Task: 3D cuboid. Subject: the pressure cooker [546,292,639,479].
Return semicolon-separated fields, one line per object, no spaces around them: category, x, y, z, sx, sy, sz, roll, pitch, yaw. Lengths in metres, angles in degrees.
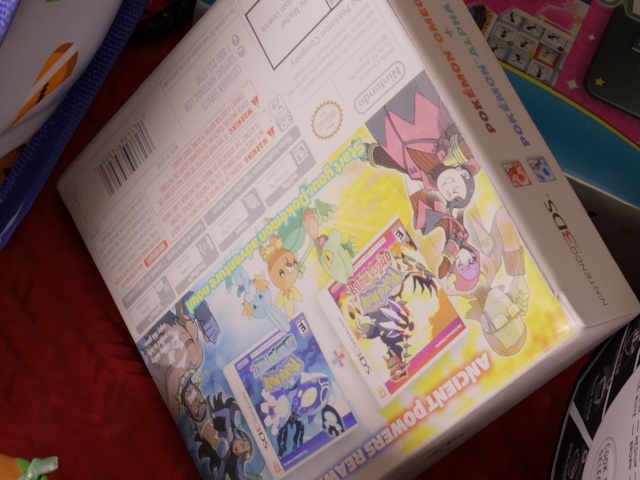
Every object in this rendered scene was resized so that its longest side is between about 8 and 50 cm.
pressure cooker;0.294;0.088;0.622;0.375;0.420;0.370;-38;80;-21

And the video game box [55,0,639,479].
video game box;0.000;0.000;0.728;0.048;0.205;0.187;-9;66;-44

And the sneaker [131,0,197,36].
sneaker;-0.082;-0.211;0.873;0.125;0.104;0.262;8;71;25

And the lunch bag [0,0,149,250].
lunch bag;-0.230;-0.135;0.700;0.327;0.239;0.385;33;103;4

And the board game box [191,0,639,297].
board game box;0.102;-0.152;0.866;0.224;0.097;0.303;25;67;2

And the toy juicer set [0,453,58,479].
toy juicer set;-0.204;0.174;0.630;0.329;0.089;0.209;-37;37;-14
